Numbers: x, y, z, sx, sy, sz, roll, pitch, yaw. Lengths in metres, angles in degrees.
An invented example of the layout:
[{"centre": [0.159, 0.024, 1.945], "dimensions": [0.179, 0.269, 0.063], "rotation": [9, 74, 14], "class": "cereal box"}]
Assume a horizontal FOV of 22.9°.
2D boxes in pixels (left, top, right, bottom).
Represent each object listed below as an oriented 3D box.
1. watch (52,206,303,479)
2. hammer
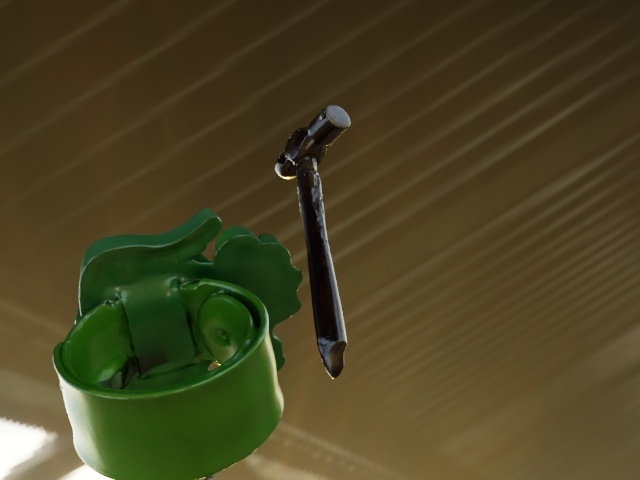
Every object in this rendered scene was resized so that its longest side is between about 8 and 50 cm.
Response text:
[{"centre": [-0.079, 0.068, 0.970], "dimensions": [0.165, 0.152, 0.131], "rotation": [-12, -62, -9], "class": "watch"}, {"centre": [0.000, 0.000, 0.915], "dimensions": [0.021, 0.178, 0.065], "rotation": [19, -46, -27], "class": "hammer"}]
